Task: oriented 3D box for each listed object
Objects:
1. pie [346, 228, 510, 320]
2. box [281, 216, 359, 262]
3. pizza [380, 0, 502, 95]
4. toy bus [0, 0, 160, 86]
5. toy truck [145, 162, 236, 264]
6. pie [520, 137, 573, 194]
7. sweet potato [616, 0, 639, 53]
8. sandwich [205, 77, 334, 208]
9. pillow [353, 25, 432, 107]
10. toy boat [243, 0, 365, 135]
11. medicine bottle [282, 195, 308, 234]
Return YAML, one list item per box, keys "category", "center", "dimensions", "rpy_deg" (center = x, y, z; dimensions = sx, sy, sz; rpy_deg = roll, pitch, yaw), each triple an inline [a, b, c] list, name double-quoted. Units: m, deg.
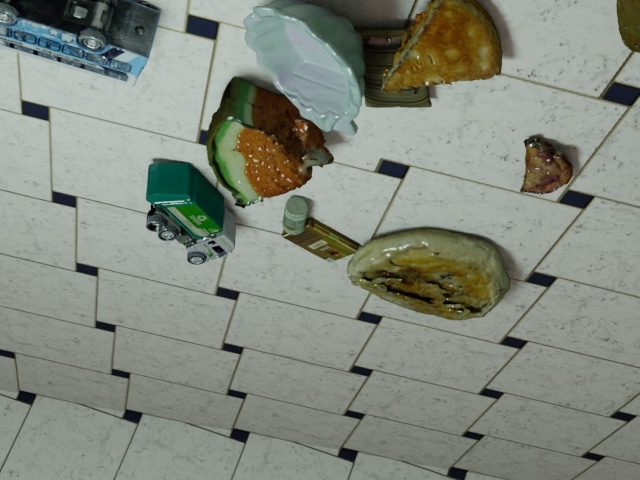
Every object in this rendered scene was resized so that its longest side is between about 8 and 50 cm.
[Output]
- category: "pie"
  center: [0.219, 0.076, 2.480]
  dimensions: [0.339, 0.077, 0.339]
  rpy_deg: [9, 153, 5]
- category: "box"
  center: [0.000, 0.000, 2.478]
  dimensions: [0.133, 0.023, 0.090]
  rpy_deg: [28, 150, -30]
- category: "pizza"
  center: [0.165, -0.287, 1.798]
  dimensions: [0.193, 0.053, 0.201]
  rpy_deg: [-24, 140, 8]
- category: "toy bus"
  center: [-0.408, -0.341, 1.897]
  dimensions: [0.297, 0.106, 0.131]
  rpy_deg: [15, 156, -11]
- category: "toy truck"
  center: [-0.258, -0.055, 2.382]
  dimensions: [0.124, 0.114, 0.253]
  rpy_deg: [-16, 144, 23]
- category: "pie"
  center: [0.385, -0.123, 2.087]
  dimensions: [0.092, 0.034, 0.170]
  rpy_deg: [8, 152, 15]
- category: "sweet potato"
  center: [0.454, -0.373, 1.502]
  dimensions: [0.130, 0.131, 0.423]
  rpy_deg: [8, 146, 5]
- category: "sandwich"
  center: [-0.098, -0.174, 2.103]
  dimensions: [0.212, 0.109, 0.292]
  rpy_deg: [-7, 151, 18]
- category: "pillow"
  center: [0.112, -0.269, 1.909]
  dimensions: [0.113, 0.038, 0.203]
  rpy_deg: [2, 152, 11]
- category: "toy boat"
  center: [-0.004, -0.273, 1.837]
  dimensions: [0.199, 0.100, 0.290]
  rpy_deg: [26, 158, 24]
- category: "medicine bottle"
  center: [-0.049, -0.048, 2.378]
  dimensions: [0.047, 0.047, 0.083]
  rpy_deg: [11, 153, 0]
